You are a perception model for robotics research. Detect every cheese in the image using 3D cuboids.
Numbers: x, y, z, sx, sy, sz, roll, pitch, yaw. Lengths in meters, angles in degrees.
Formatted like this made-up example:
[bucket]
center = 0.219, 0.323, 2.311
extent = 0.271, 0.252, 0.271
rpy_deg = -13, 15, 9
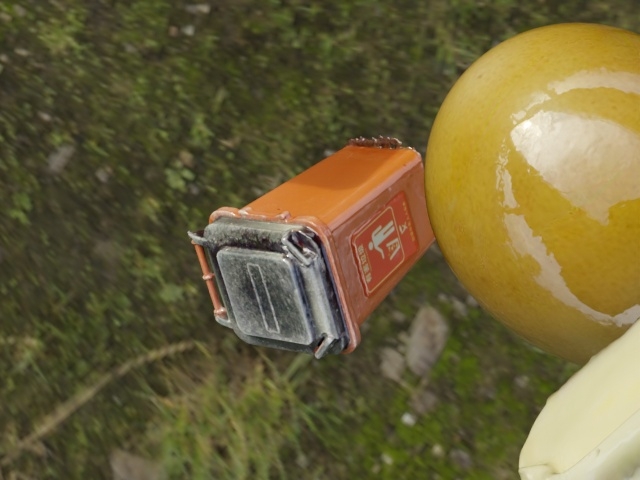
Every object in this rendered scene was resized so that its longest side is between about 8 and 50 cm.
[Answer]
[cheese]
center = 0.274, 0.155, 1.175
extent = 0.233, 0.127, 0.266
rpy_deg = 34, 118, -25

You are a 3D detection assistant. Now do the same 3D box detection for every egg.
[egg]
center = 0.224, -0.027, 1.363
extent = 0.250, 0.250, 0.322
rpy_deg = -49, 125, -6

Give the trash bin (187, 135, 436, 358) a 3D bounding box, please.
[trash bin]
center = 0.000, 0.000, 1.804
extent = 0.239, 0.184, 0.161
rpy_deg = -40, 124, -42
